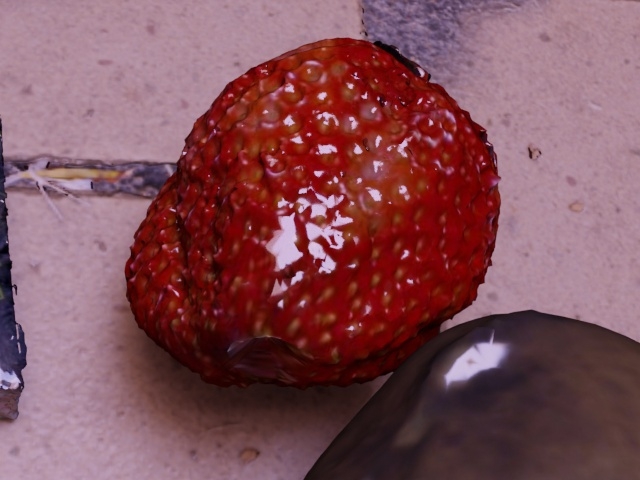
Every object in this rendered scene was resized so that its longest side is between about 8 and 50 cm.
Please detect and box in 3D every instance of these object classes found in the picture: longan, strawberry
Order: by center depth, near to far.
[{"bbox_3d":[0.122,0.204,0.728,0.318,0.319,0.319,7,60,-13],"label":"longan"},{"bbox_3d":[0.000,0.000,0.829,0.238,0.250,0.288,28,29,-4],"label":"strawberry"}]

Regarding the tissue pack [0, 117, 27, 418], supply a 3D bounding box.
[{"bbox_3d":[-0.306,0.016,0.837,0.173,0.073,0.236,-4,63,-18],"label":"tissue pack"}]
